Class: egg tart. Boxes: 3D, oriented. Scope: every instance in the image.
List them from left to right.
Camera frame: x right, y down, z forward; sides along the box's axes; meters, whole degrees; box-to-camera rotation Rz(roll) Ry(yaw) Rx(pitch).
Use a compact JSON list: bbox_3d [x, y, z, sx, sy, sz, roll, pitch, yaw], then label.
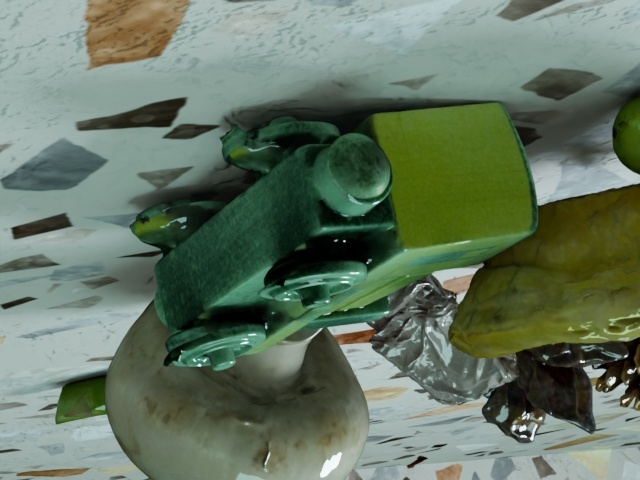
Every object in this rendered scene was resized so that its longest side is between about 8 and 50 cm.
[{"bbox_3d":[0.254,0.017,1.408,0.319,0.128,0.319,-13,-179,0],"label":"egg tart"}]

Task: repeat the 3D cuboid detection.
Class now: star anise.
[{"bbox_3d":[0.227,0.107,1.732,0.109,0.236,0.223,0,162,-33],"label":"star anise"}]

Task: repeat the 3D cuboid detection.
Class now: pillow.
[{"bbox_3d":[0.095,0.085,1.677,0.248,0.049,0.135,45,137,-18],"label":"pillow"}]

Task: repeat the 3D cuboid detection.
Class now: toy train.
[{"bbox_3d":[0.000,0.000,1.386,0.253,0.160,0.397,-7,166,-30],"label":"toy train"}]

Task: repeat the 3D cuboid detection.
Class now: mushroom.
[{"bbox_3d":[-0.071,0.134,1.678,0.298,0.297,0.290,2,128,-35],"label":"mushroom"}]

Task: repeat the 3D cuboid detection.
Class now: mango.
[{"bbox_3d":[0.327,-0.089,1.377,0.165,0.074,0.091,1,161,-31],"label":"mango"}]

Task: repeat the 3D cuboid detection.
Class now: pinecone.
[{"bbox_3d":[0.464,0.159,2.202,0.212,0.168,0.185,-13,167,15],"label":"pinecone"}]

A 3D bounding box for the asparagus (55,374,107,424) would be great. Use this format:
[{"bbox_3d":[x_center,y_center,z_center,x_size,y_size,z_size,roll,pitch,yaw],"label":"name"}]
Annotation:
[{"bbox_3d":[-0.253,0.202,2.168,0.278,0.060,0.067,-13,-176,16],"label":"asparagus"}]
